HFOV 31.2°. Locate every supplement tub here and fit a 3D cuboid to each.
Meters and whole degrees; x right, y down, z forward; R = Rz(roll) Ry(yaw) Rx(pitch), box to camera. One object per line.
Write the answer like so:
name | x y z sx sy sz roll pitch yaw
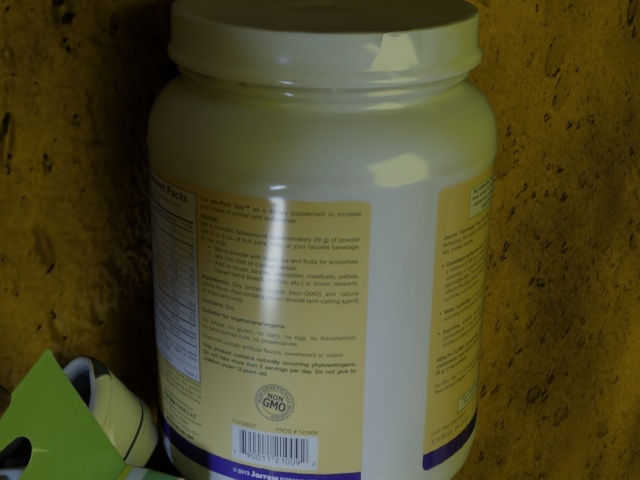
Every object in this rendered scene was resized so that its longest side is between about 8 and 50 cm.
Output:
supplement tub | 0.000 0.000 0.808 0.241 0.241 0.331 -23 121 -48

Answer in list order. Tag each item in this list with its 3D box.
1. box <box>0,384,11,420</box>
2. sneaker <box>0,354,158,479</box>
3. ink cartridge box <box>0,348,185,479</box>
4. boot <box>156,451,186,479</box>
box | -0.310 -0.011 0.424 0.143 0.191 0.381 -57 143 -22
sneaker | -0.208 0.185 0.742 0.258 0.094 0.091 -59 134 -35
ink cartridge box | -0.146 0.207 0.703 0.171 0.056 0.235 -58 143 -36
boot | -0.094 0.330 0.944 0.223 0.118 0.338 -53 130 -22
